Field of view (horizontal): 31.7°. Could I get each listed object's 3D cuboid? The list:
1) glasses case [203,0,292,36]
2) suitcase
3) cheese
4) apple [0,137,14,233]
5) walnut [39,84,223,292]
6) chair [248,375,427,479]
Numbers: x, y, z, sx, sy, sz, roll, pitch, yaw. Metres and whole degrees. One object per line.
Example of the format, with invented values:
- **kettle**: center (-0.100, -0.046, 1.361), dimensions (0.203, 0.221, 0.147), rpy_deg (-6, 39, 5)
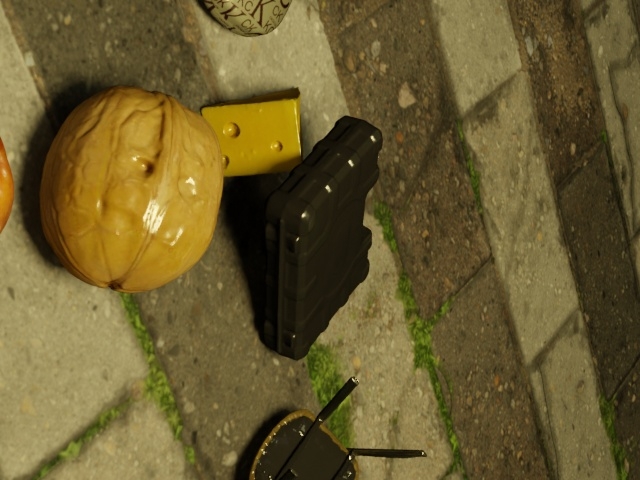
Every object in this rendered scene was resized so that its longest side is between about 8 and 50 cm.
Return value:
- **glasses case**: center (-0.062, -0.427, 1.439), dimensions (0.137, 0.085, 0.355), rpy_deg (34, 66, -45)
- **suitcase**: center (0.000, 0.000, 1.450), dimensions (0.206, 0.066, 0.286), rpy_deg (-50, 156, -37)
- **cheese**: center (-0.058, -0.145, 1.470), dimensions (0.171, 0.126, 0.093), rpy_deg (-40, 124, -67)
- **apple**: center (-0.365, -0.059, 0.994), dimensions (0.209, 0.164, 0.209), rpy_deg (171, -90, -88)
- **walnut**: center (-0.199, -0.055, 1.210), dimensions (0.193, 0.193, 0.226), rpy_deg (37, 63, -45)
- **chair**: center (-0.007, 0.313, 1.466), dimensions (0.172, 0.247, 0.159), rpy_deg (47, 52, -11)
